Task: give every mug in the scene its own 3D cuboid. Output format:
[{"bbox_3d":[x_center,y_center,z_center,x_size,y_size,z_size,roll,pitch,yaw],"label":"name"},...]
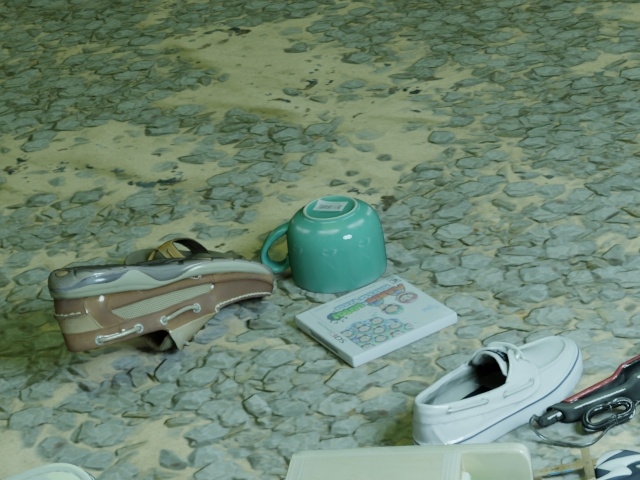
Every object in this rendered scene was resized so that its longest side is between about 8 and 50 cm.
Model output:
[{"bbox_3d":[0.008,0.002,2.302,0.158,0.097,0.129,-19,28,-20],"label":"mug"}]

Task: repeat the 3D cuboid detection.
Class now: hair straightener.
[{"bbox_3d":[0.338,0.172,1.915,0.230,0.047,0.089,-19,28,-18],"label":"hair straightener"}]

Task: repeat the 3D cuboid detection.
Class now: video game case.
[{"bbox_3d":[0.070,0.099,2.177,0.157,0.019,0.143,-22,29,-24],"label":"video game case"}]

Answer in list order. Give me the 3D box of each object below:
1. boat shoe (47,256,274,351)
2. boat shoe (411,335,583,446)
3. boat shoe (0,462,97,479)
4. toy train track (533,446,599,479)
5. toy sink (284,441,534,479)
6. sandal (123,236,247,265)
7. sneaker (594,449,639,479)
[{"bbox_3d":[-0.201,0.083,2.197,0.324,0.116,0.123,-5,2,-36],"label":"boat shoe"},{"bbox_3d":[0.204,0.159,1.942,0.095,0.084,0.258,16,36,41],"label":"boat shoe"},{"bbox_3d":[-0.382,0.314,1.845,0.319,0.116,0.099,-14,-17,5],"label":"boat shoe"},{"bbox_3d":[0.268,0.245,1.834,0.083,0.014,0.048,-11,33,8],"label":"toy train track"},{"bbox_3d":[0.087,0.294,1.639,0.234,0.152,0.131,-3,27,10],"label":"toy sink"},{"bbox_3d":[-0.186,0.022,2.377,0.180,0.049,0.072,2,28,21],"label":"sandal"},{"bbox_3d":[0.317,0.280,1.654,0.153,0.094,0.235,-2,16,32],"label":"sneaker"}]
